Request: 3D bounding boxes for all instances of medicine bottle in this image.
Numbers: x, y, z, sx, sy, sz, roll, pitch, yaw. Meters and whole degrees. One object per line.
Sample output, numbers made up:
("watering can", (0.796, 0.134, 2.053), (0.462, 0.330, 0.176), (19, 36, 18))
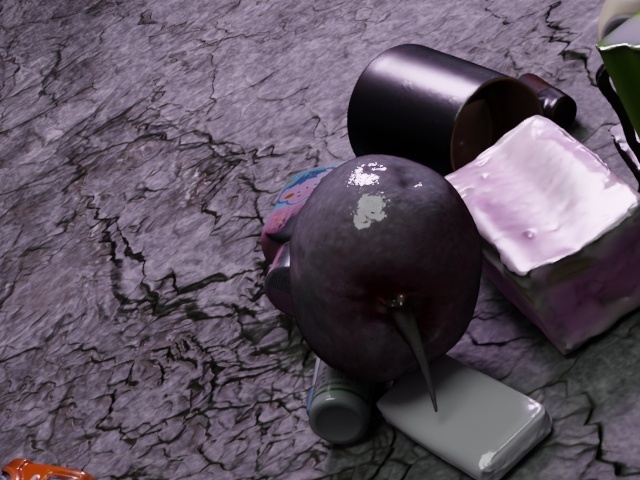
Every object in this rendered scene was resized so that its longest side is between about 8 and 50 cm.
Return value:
("medicine bottle", (0.000, 0.000, 1.696), (0.119, 0.094, 0.188), (-13, 33, 30))
("medicine bottle", (0.022, 0.123, 1.523), (0.092, 0.061, 0.220), (-39, 21, 30))

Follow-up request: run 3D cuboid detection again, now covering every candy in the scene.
("candy", (0.229, -0.015, 1.468), (0.156, 0.115, 0.265), (-33, 28, -3))

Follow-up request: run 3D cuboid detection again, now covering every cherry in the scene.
("cherry", (0.059, 0.023, 1.415), (0.266, 0.184, 0.213), (52, 129, 53))

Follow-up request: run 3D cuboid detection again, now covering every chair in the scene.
("chair", (0.332, -0.121, 1.417), (0.106, 0.229, 0.113), (-28, 31, 6))

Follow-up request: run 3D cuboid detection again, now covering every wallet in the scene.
("wallet", (0.131, 0.161, 1.374), (0.095, 0.033, 0.190), (-38, 29, -15))

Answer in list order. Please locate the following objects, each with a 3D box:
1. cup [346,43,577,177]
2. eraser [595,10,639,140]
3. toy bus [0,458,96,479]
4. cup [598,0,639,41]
("cup", (0.173, -0.157, 1.707), (0.239, 0.166, 0.177), (-43, 33, -18))
("eraser", (0.374, -0.083, 1.262), (0.210, 0.274, 0.092), (8, 49, 51))
("toy bus", (-0.316, 0.367, 1.380), (0.153, 0.143, 0.329), (-4, 37, 41))
("cup", (0.445, -0.218, 1.580), (0.202, 0.255, 0.173), (-42, -13, -20))
